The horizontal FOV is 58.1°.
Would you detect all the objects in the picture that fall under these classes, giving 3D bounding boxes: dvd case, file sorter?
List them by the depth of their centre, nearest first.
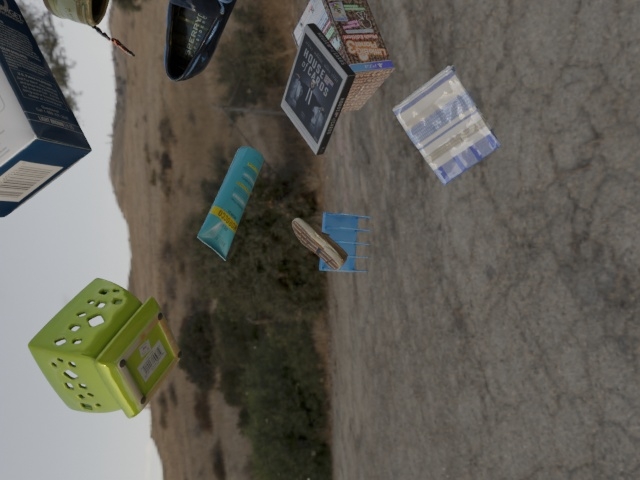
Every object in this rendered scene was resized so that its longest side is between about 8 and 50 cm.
[{"bbox_3d":[-0.012,-0.341,1.320,0.179,0.030,0.238,57,147,24],"label":"dvd case"},{"bbox_3d":[0.078,0.007,1.666,0.104,0.118,0.170,1,86,59],"label":"file sorter"}]

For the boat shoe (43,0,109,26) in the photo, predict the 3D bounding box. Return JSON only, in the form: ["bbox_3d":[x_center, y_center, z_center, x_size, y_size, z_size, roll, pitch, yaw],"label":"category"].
[{"bbox_3d":[-0.334,-0.473,0.900,0.285,0.089,0.104,-68,-14,5],"label":"boat shoe"}]

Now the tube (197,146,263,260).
[{"bbox_3d":[-0.159,-0.072,1.030,0.080,0.052,0.207,44,-127,-42],"label":"tube"}]

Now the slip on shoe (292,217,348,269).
[{"bbox_3d":[0.000,0.000,1.173,0.135,0.041,0.051,43,150,4],"label":"slip on shoe"}]

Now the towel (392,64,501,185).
[{"bbox_3d":[0.363,-0.326,1.652,0.285,0.209,0.034,53,-170,-14],"label":"towel"}]

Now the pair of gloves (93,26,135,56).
[{"bbox_3d":[-0.362,-0.350,1.000,0.010,0.083,0.074,-54,0,2],"label":"pair of gloves"}]

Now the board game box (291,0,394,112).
[{"bbox_3d":[0.058,-0.557,1.686,0.232,0.141,0.290,-38,69,62],"label":"board game box"}]

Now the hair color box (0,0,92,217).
[{"bbox_3d":[-0.459,-0.220,0.745,0.347,0.174,0.105,60,-166,8],"label":"hair color box"}]

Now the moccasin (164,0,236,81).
[{"bbox_3d":[-0.216,-0.447,1.081,0.116,0.138,0.342,-77,5,-51],"label":"moccasin"}]

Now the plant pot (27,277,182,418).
[{"bbox_3d":[-0.452,0.246,1.279,0.228,0.207,0.227,-58,-33,-44],"label":"plant pot"}]
